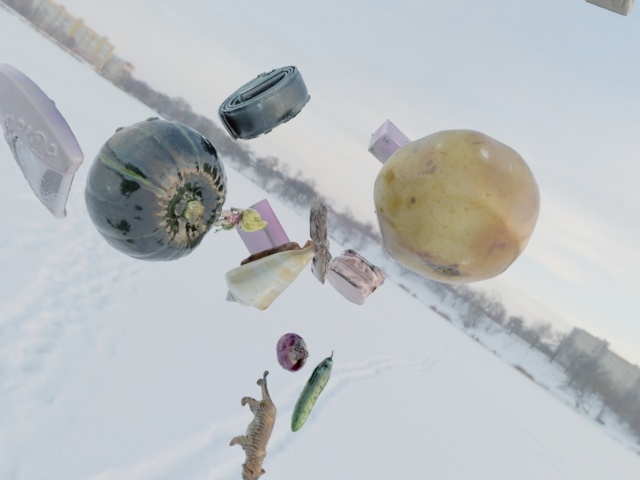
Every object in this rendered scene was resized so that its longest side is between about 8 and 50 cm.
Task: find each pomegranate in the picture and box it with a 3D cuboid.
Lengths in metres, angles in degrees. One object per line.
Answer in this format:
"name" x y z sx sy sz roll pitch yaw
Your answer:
"pomegranate" 0.327 -0.092 1.275 0.416 0.417 0.416 35 1 -1

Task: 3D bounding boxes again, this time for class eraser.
"eraser" -0.465 -0.171 0.806 0.244 0.059 0.204 56 -39 4

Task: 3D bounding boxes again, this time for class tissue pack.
"tissue pack" 0.286 -0.286 1.762 0.246 0.092 0.149 40 32 -14

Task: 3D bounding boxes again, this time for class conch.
"conch" -0.121 0.096 1.277 0.158 0.254 0.127 -91 161 -74

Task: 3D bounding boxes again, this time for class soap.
"soap" -0.190 0.002 1.778 0.181 0.081 0.260 -27 -86 54

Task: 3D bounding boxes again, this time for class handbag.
"handbag" 0.122 0.132 1.861 0.205 0.116 0.179 36 -22 15

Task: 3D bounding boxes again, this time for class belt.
"belt" -0.152 -0.358 1.316 0.206 0.267 0.116 7 -45 43

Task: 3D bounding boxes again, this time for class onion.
"onion" -0.079 0.327 1.483 0.104 0.115 0.115 -3 -23 36

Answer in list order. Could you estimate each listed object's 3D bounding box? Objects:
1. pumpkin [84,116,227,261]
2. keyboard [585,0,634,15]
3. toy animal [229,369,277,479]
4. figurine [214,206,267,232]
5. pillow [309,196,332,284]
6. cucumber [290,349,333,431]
"pumpkin" -0.364 -0.112 1.150 0.241 0.324 0.323 26 -4 33
"keyboard" 0.283 -0.291 0.474 0.055 0.017 0.166 46 -7 36
"toy animal" -0.137 0.407 1.110 0.056 0.242 0.099 15 2 -43
"figurine" -0.230 -0.054 1.395 0.083 0.083 0.187 36 20 35
"pillow" 0.000 0.000 1.540 0.049 0.249 0.135 -5 17 -13
"cucumber" -0.022 0.426 1.450 0.056 0.250 0.056 28 -19 11
